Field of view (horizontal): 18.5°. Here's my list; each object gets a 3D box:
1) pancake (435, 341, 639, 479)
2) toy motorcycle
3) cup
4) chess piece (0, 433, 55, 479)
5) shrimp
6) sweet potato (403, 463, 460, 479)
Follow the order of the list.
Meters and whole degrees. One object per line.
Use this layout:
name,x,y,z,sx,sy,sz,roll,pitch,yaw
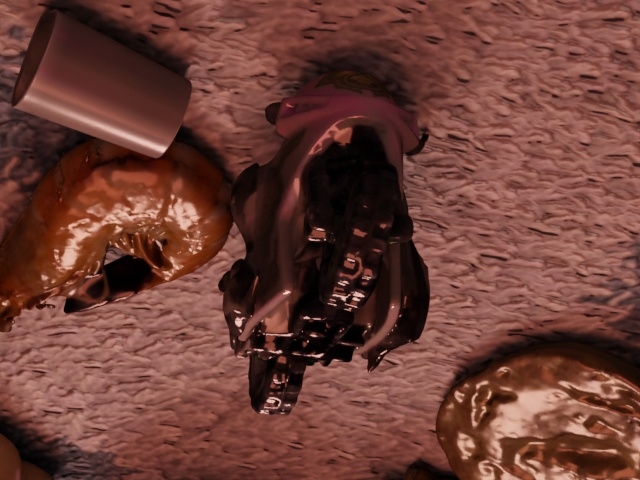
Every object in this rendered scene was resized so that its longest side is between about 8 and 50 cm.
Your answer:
pancake,0.205,0.172,1.607,0.242,0.050,0.242,16,132,19
toy motorcycle,0.000,0.000,1.399,0.143,0.188,0.327,8,156,-11
cup,-0.160,-0.105,1.383,0.116,0.074,0.104,23,163,-19
chess piece,-0.334,0.209,1.745,0.143,0.142,0.261,-16,139,30
shrimp,-0.170,0.008,1.522,0.152,0.063,0.287,20,139,-27
sweet potato,0.161,0.276,1.740,0.081,0.062,0.233,-16,129,35
